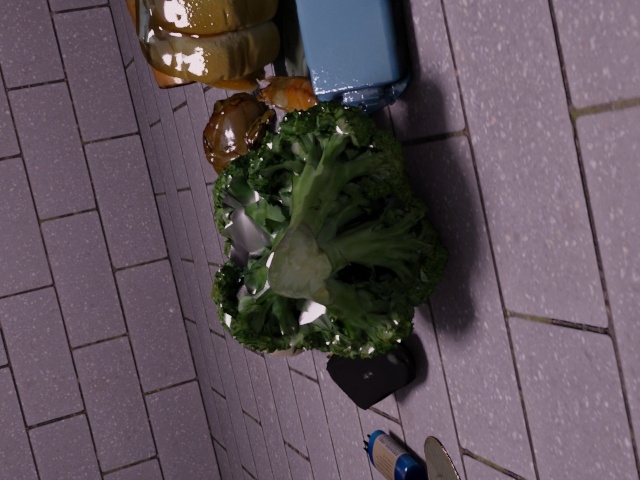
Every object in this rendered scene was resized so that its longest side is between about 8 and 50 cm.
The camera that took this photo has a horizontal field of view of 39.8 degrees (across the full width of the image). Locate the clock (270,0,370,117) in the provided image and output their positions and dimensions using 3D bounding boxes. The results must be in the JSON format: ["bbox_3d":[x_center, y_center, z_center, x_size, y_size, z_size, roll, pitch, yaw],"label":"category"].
[{"bbox_3d":[-0.008,-0.307,1.511,0.319,0.066,0.318,167,90,-71],"label":"clock"}]

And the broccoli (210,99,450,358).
[{"bbox_3d":[0.007,0.005,1.307,0.413,0.321,0.310,-56,33,20],"label":"broccoli"}]

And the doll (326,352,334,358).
[{"bbox_3d":[0.033,0.135,1.661,0.135,0.099,0.240,-26,77,30],"label":"doll"}]

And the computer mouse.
[{"bbox_3d":[0.097,0.216,1.541,0.122,0.073,0.217,50,140,1],"label":"computer mouse"}]

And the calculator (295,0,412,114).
[{"bbox_3d":[0.041,-0.328,1.278,0.173,0.051,0.292,-3,103,35],"label":"calculator"}]

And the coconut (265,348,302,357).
[{"bbox_3d":[-0.082,0.168,1.912,0.183,0.171,0.170,146,108,-73],"label":"coconut"}]

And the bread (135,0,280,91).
[{"bbox_3d":[-0.219,-0.439,1.529,0.300,0.210,0.341,38,137,34],"label":"bread"}]

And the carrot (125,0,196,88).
[{"bbox_3d":[-0.323,-0.520,1.998,0.224,0.224,0.340,-151,46,-64],"label":"carrot"}]

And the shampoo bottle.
[{"bbox_3d":[0.135,0.412,1.645,0.183,0.050,0.087,-151,47,-64],"label":"shampoo bottle"}]

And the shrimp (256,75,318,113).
[{"bbox_3d":[-0.034,-0.212,1.460,0.249,0.068,0.150,41,145,49],"label":"shrimp"}]

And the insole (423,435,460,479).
[{"bbox_3d":[0.241,0.495,1.472,0.119,0.009,0.348,133,121,-67],"label":"insole"}]

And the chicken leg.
[{"bbox_3d":[-0.195,-0.175,2.007,0.211,0.140,0.361,48,144,38],"label":"chicken leg"}]
